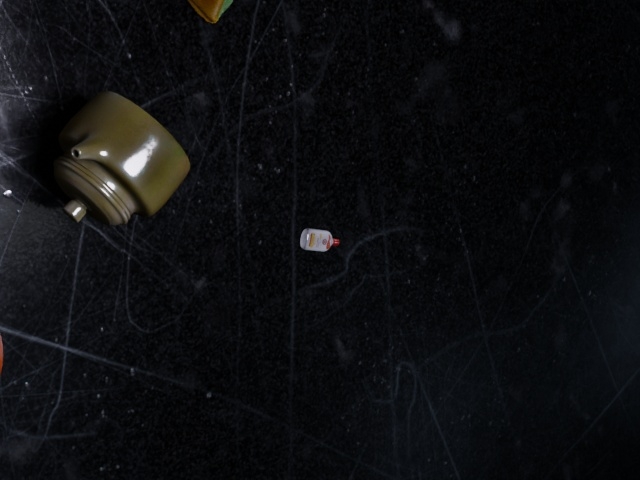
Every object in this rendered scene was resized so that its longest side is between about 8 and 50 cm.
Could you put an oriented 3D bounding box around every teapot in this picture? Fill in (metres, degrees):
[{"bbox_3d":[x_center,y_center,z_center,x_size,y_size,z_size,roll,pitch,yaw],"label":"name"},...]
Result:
[{"bbox_3d":[-0.313,-0.096,1.787,0.175,0.186,0.267,-49,162,-16],"label":"teapot"}]

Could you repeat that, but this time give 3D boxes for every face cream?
[{"bbox_3d":[0.000,0.000,2.180,0.083,0.021,0.040,5,96,-42],"label":"face cream"}]

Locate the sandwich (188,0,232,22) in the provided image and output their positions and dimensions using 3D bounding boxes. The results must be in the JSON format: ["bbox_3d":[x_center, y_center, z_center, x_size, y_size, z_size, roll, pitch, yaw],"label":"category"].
[{"bbox_3d":[-0.173,-0.421,1.811,0.063,0.212,0.245,-52,127,-15],"label":"sandwich"}]

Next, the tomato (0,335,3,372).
[{"bbox_3d":[-0.536,0.163,1.636,0.208,0.184,0.208,-9,103,-40],"label":"tomato"}]
